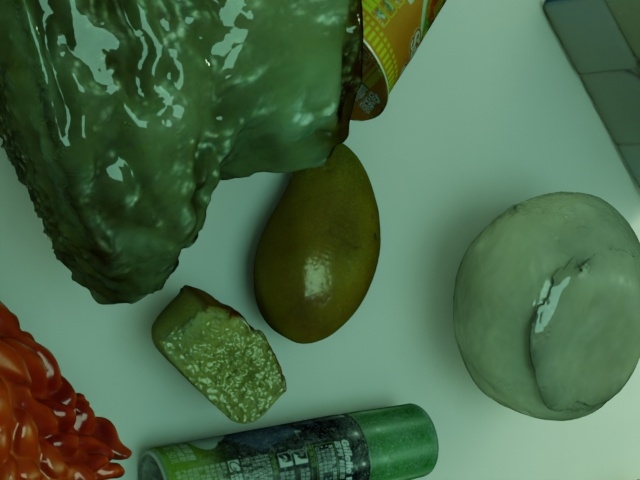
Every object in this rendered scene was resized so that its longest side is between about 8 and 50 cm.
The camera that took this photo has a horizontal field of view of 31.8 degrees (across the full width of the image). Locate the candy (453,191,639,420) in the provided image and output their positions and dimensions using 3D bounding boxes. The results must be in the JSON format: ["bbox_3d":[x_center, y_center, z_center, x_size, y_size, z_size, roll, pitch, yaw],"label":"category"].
[{"bbox_3d":[0.270,0.073,1.326,0.295,0.185,0.295,-16,113,-40],"label":"candy"}]

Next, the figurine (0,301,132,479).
[{"bbox_3d":[-0.351,0.233,0.981,0.306,0.241,0.412,24,101,-6],"label":"figurine"}]

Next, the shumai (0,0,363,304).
[{"bbox_3d":[-0.130,-0.165,0.969,0.323,0.324,0.397,-21,112,-15],"label":"shumai"}]

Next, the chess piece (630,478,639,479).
[{"bbox_3d":[0.428,0.484,1.500,0.139,0.124,0.307,-43,121,-53],"label":"chess piece"}]

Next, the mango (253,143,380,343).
[{"bbox_3d":[0.000,0.000,1.217,0.136,0.099,0.227,16,78,-23],"label":"mango"}]

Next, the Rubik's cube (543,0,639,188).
[{"bbox_3d":[0.551,-0.259,1.366,0.344,0.347,0.346,-43,114,-21],"label":"Rubik's cube"}]

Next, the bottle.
[{"bbox_3d":[-0.027,0.244,1.219,0.330,0.093,0.093,-5,97,-29],"label":"bottle"}]

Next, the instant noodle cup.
[{"bbox_3d":[0.052,-0.250,1.198,0.168,0.168,0.185,50,62,-23],"label":"instant noodle cup"}]

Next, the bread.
[{"bbox_3d":[-0.107,0.111,1.147,0.086,0.125,0.156,-46,113,-9],"label":"bread"}]
